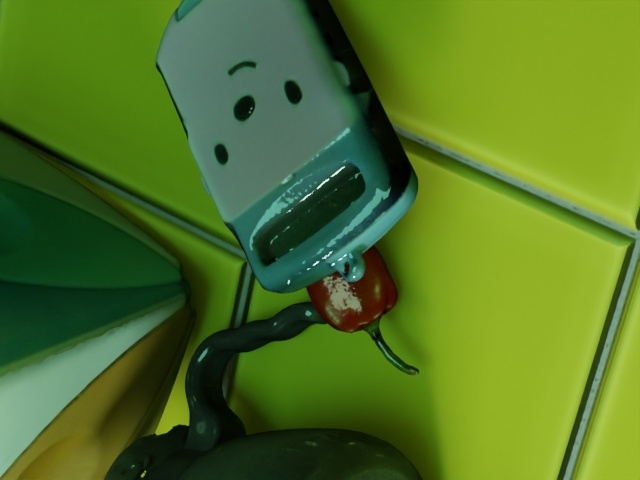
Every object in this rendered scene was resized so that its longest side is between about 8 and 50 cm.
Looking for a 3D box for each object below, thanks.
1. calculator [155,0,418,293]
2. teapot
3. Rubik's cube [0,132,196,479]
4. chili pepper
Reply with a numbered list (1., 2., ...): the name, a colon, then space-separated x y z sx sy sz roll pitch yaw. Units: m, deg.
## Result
1. calculator: -0.032 -0.093 1.429 0.173 0.051 0.293 -37 68 28
2. teapot: -0.075 0.221 1.501 0.285 0.223 0.305 3 109 42
3. Rubik's cube: -0.362 0.120 1.583 0.351 0.347 0.352 38 123 21
4. chili pepper: 0.000 0.000 1.472 0.071 0.063 0.272 -39 78 24
